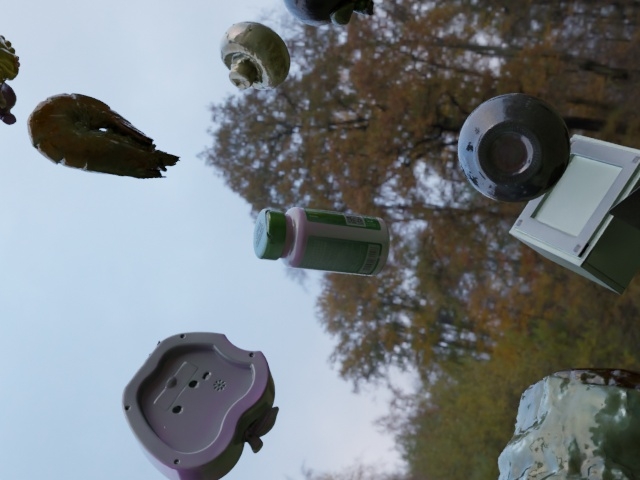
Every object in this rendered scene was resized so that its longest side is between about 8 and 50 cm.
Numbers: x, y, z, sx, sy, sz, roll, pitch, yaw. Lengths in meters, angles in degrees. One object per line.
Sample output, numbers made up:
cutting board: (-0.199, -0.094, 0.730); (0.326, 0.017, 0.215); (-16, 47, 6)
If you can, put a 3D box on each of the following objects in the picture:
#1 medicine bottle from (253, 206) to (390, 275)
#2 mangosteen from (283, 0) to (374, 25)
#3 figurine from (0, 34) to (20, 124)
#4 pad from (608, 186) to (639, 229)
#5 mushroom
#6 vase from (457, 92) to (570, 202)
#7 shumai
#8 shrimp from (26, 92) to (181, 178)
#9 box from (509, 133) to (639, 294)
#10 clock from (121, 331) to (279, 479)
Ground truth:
medicine bottle: (0.000, 0.000, 1.656); (0.274, 0.133, 0.133); (6, -84, -22)
mangosteen: (0.022, -0.591, 1.760); (0.216, 0.216, 0.216); (-35, -49, -54)
figurine: (-0.362, -0.189, 0.784); (0.095, 0.115, 0.156); (-32, -9, -14)
pad: (0.542, -0.046, 1.138); (0.212, 0.143, 0.003); (22, -139, -28)
mushroom: (-0.073, -0.199, 0.851); (0.067, 0.084, 0.083); (-60, -31, -26)
vase: (0.225, -0.110, 0.889); (0.183, 0.120, 0.120); (-35, -49, -66)
shumai: (0.362, 0.328, 0.972); (0.324, 0.398, 0.323); (33, -130, -35)
shrimp: (-0.296, -0.143, 1.086); (0.217, 0.051, 0.115); (13, -108, -27)
box: (0.492, -0.058, 1.402); (0.117, 0.225, 0.225); (30, -86, -25)
clock: (-0.264, 0.362, 1.722); (0.102, 0.339, 0.338); (84, -151, -53)
